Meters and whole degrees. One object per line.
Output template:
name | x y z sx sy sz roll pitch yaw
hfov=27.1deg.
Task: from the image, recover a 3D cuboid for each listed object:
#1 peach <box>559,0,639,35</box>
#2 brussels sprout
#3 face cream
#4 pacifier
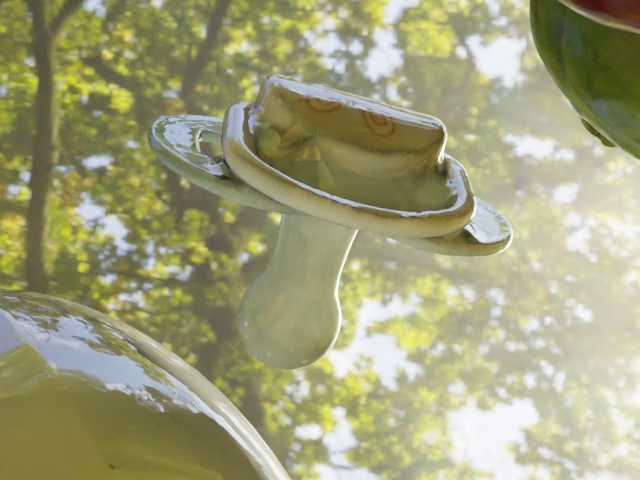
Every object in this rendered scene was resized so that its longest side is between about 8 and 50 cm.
peach | 0.232 -0.224 0.801 0.243 0.243 0.199 -25 -57 -46
brussels sprout | 0.273 -0.159 1.025 0.244 0.244 0.244 -15 -70 -49
face cream | -0.103 0.187 0.631 0.220 0.357 0.312 -25 -56 -19
pacifier | 0.000 0.000 1.010 0.287 0.238 0.225 11 -69 -12
